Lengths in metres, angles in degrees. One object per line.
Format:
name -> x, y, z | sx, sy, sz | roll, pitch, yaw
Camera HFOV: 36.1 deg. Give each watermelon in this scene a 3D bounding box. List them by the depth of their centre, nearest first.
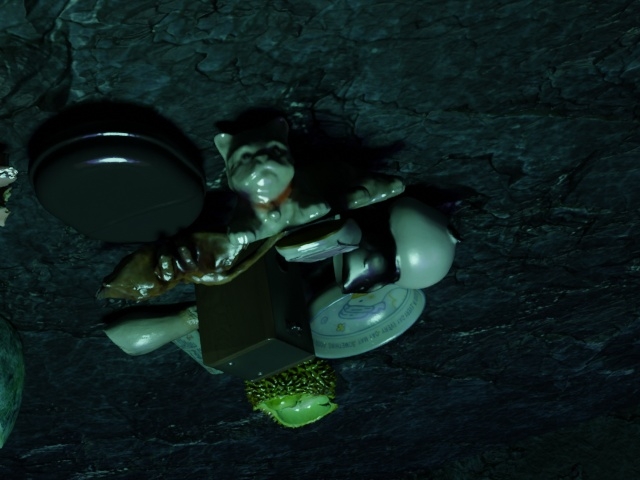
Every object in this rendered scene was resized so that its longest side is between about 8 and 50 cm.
watermelon -> -0.740, 0.275, 1.993 | 0.258, 0.229, 0.387 | -3, 146, 5

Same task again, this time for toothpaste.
toothpaste -> -0.278, 0.249, 2.243 | 0.069, 0.047, 0.268 | 0, 153, 21

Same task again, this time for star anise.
star anise -> -0.235, 0.039, 1.736 | 0.349, 0.109, 0.292 | -21, -171, -38

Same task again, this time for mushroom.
mushroom -> -0.342, 0.181, 2.068 | 0.225, 0.093, 0.116 | -21, 169, 0

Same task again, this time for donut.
donut -> -0.541, -0.083, 1.545 | 0.117, 0.065, 0.166 | 1, 148, -24

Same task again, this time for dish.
dish -> 0.069, 0.119, 2.037 | 0.273, 0.134, 0.273 | -17, 148, -11

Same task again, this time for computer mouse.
computer mouse -> 0.000, 0.000, 1.635 | 0.125, 0.056, 0.245 | -17, 174, 11

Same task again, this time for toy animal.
toy animal -> -0.025, -0.111, 1.618 | 0.307, 0.188, 0.266 | -21, 172, -4
toy animal -> 0.139, 0.011, 1.843 | 0.235, 0.165, 0.187 | -8, 152, -9

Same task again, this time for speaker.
speaker -> -0.130, 0.131, 1.892 | 0.192, 0.231, 0.153 | -26, 147, 25

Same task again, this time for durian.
durian -> -0.067, 0.341, 2.346 | 0.200, 0.177, 0.237 | -21, 145, 37

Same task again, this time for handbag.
handbag -> -0.324, -0.090, 1.578 | 0.253, 0.093, 0.308 | -21, 150, 16
